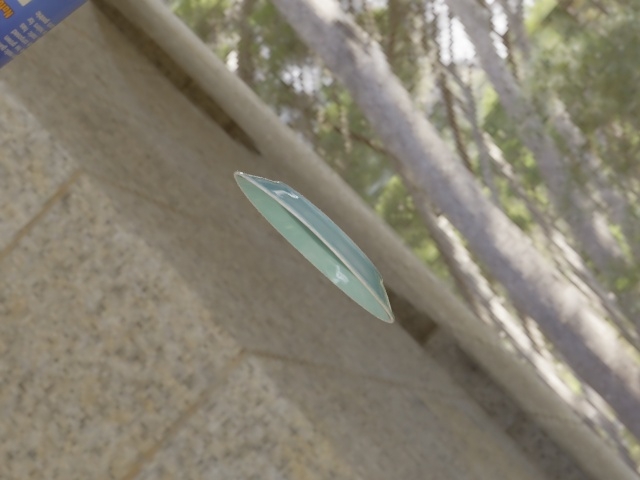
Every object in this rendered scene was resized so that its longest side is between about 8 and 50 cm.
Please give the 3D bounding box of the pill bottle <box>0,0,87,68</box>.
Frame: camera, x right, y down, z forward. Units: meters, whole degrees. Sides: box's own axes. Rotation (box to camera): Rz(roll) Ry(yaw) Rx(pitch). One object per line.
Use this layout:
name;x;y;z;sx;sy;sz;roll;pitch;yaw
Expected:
pill bottle;-0.261;-0.195;0.952;0.272;0.152;0.152;-38;-20;0

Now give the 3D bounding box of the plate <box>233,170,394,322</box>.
plate;0.000;0.000;1.150;0.024;0.188;0.188;-46;-19;-7
